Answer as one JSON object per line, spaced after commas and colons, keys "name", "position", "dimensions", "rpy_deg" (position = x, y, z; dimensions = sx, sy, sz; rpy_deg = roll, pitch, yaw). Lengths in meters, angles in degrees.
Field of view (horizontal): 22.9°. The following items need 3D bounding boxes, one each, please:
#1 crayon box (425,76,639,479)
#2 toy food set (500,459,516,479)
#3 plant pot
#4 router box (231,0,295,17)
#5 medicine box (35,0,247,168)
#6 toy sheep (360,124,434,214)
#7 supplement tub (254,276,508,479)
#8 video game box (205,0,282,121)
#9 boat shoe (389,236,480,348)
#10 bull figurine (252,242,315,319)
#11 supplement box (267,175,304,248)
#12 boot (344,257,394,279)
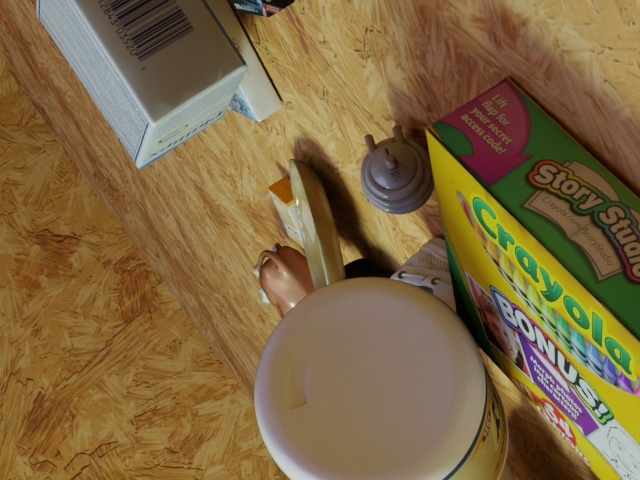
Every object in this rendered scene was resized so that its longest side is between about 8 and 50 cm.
{"name": "crayon box", "position": [0.248, 0.079, 1.400], "dimensions": [0.363, 0.106, 0.313], "rpy_deg": [48, 166, 35]}
{"name": "toy food set", "position": [0.213, 0.400, 2.016], "dimensions": [0.306, 0.092, 0.220], "rpy_deg": [108, 138, -69]}
{"name": "plant pot", "position": [0.000, 0.000, 2.154], "dimensions": [0.236, 0.032, 0.236], "rpy_deg": [166, 90, -85]}
{"name": "router box", "position": [-0.085, -0.310, 1.829], "dimensions": [0.092, 0.038, 0.122], "rpy_deg": [62, 166, -20]}
{"name": "medicine box", "position": [-0.242, -0.263, 2.068], "dimensions": [0.263, 0.149, 0.289], "rpy_deg": [57, 167, 1]}
{"name": "toy sheep", "position": [0.082, -0.072, 1.699], "dimensions": [0.091, 0.091, 0.132], "rpy_deg": [52, -175, 19]}
{"name": "supplement tub", "position": [0.074, 0.187, 1.635], "dimensions": [0.228, 0.228, 0.316], "rpy_deg": [51, 178, 23]}
{"name": "video game box", "position": [-0.144, -0.268, 2.136], "dimensions": [0.205, 0.048, 0.187], "rpy_deg": [62, 168, -23]}
{"name": "boat shoe", "position": [0.164, 0.083, 1.748], "dimensions": [0.277, 0.096, 0.098], "rpy_deg": [32, 152, 61]}
{"name": "bull figurine", "position": [-0.001, 0.134, 2.477], "dimensions": [0.310, 0.101, 0.188], "rpy_deg": [58, 169, -11]}
{"name": "supplement box", "position": [-0.035, -0.038, 2.324], "dimensions": [0.062, 0.036, 0.098], "rpy_deg": [42, 161, 50]}
{"name": "boot", "position": [0.104, 0.139, 2.165], "dimensions": [0.189, 0.076, 0.208], "rpy_deg": [-117, 6, -68]}
